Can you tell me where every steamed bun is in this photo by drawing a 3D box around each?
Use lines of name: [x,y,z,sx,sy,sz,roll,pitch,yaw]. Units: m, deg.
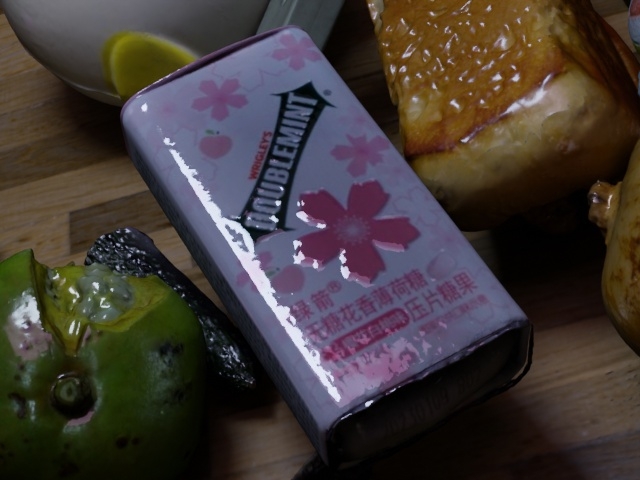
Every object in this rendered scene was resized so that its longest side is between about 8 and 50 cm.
steamed bun: [-0.156,-0.311,1.606,0.374,0.334,0.334,-44,49,-13]

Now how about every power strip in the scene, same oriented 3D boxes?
power strip: [-0.044,-0.158,1.495,0.288,0.053,0.093,-65,21,13]

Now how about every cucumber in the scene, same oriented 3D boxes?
cucumber: [-0.125,0.072,1.417,0.067,0.067,0.245,-38,52,-16]

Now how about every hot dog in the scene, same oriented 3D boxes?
hot dog: [0.175,-0.155,1.405,0.185,0.223,0.405,-32,42,21]

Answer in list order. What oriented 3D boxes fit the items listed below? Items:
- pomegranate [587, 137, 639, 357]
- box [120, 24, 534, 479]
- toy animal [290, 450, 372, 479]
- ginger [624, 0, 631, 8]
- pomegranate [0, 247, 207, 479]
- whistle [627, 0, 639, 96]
pomegranate: [0.324,-0.002,1.213,0.248,0.248,0.248,-10,47,11]
box: [0.000,0.000,1.249,0.190,0.112,0.370,-29,58,-13]
toy animal: [-0.075,0.245,1.165,0.160,0.197,0.273,-5,52,19]
ginger: [0.414,-0.227,1.470,0.309,0.107,0.133,5,66,29]
pomegranate: [-0.216,0.114,1.328,0.236,0.236,0.302,-27,15,-6]
whistle: [0.315,-0.180,1.347,0.122,0.123,0.223,6,36,24]
